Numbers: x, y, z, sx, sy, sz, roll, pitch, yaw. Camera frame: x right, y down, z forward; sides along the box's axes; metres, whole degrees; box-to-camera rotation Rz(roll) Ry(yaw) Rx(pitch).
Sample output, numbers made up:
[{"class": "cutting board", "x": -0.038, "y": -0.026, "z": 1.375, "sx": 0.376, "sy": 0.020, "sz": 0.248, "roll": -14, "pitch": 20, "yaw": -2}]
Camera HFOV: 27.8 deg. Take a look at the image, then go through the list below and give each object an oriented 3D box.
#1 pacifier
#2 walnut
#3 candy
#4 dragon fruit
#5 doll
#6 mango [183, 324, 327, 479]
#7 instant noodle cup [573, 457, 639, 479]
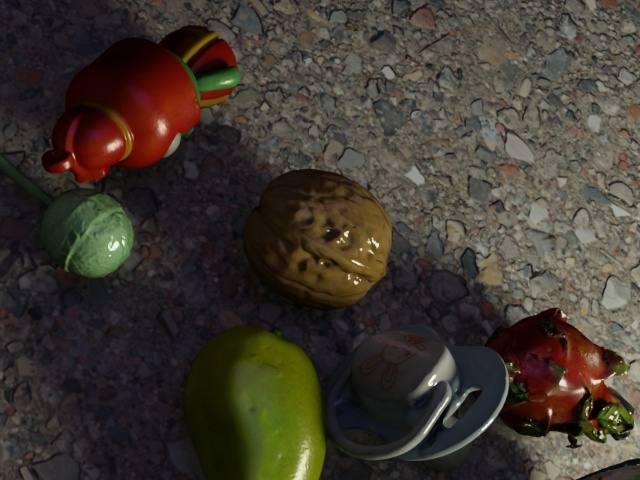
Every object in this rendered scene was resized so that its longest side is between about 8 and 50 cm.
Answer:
[{"class": "pacifier", "x": 0.139, "y": 0.243, "z": 1.779, "sx": 0.238, "sy": 0.287, "sz": 0.226, "roll": -50, "pitch": 126, "yaw": -23}, {"class": "walnut", "x": 0.000, "y": 0.000, "z": 1.832, "sx": 0.213, "sy": 0.213, "sz": 0.213, "roll": 8, "pitch": 66, "yaw": -17}, {"class": "candy", "x": -0.438, "y": -0.106, "z": 1.779, "sx": 0.440, "sy": 0.119, "sz": 0.119, "roll": 38, "pitch": 60, "yaw": 9}, {"class": "dragon fruit", "x": 0.346, "y": 0.221, "z": 1.868, "sx": 0.269, "sy": 0.198, "sz": 0.200, "roll": 46, "pitch": 39, "yaw": -6}, {"class": "doll", "x": -0.259, "y": -0.191, "z": 1.799, "sx": 0.182, "sy": 0.160, "sz": 0.363, "roll": 14, "pitch": 41, "yaw": 29}, {"class": "mango", "x": -0.079, "y": 0.246, "z": 1.715, "sx": 0.185, "sy": 0.149, "sz": 0.273, "roll": -12, "pitch": 78, "yaw": -26}, {"class": "instant noodle cup", "x": 0.402, "y": 0.491, "z": 1.736, "sx": 0.284, "sy": 0.284, "sz": 0.312, "roll": -24, "pitch": 86, "yaw": -27}]
